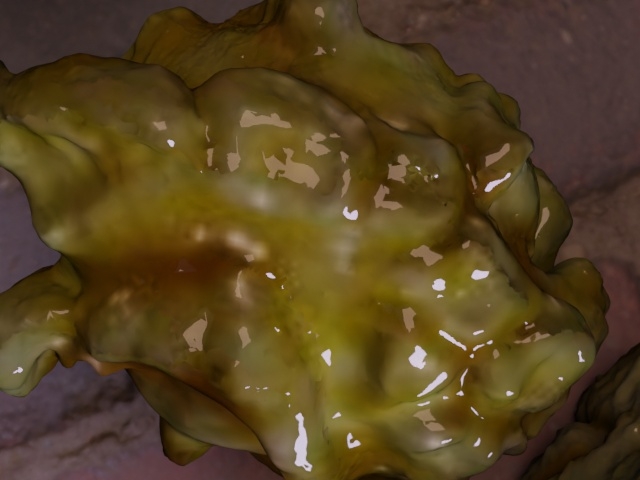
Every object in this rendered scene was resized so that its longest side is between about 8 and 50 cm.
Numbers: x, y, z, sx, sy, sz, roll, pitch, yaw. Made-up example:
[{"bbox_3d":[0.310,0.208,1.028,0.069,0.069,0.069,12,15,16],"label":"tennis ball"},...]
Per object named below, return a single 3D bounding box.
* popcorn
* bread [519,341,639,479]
[{"bbox_3d":[-0.008,-0.005,0.793,0.335,0.279,0.274,36,120,0],"label":"popcorn"},{"bbox_3d":[0.191,0.256,0.779,0.239,0.264,0.395,39,79,-2],"label":"bread"}]
